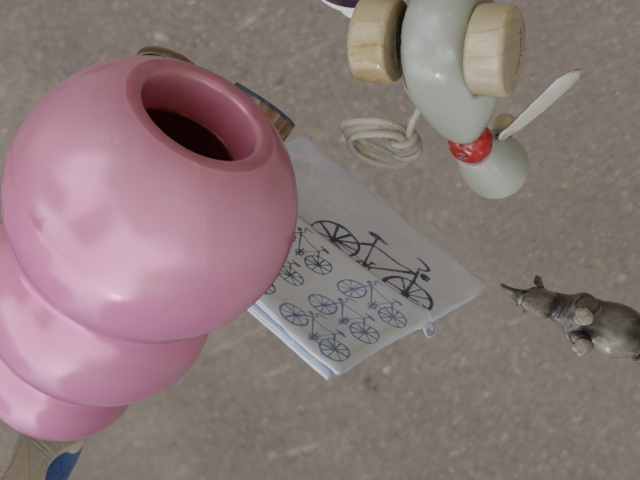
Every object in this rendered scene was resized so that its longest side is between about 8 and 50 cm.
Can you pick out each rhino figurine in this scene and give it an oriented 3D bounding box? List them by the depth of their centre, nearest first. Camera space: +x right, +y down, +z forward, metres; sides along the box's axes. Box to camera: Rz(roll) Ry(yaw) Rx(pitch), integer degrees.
[{"bbox_3d":[0.347,0.106,1.623,0.243,0.106,0.073,21,106,9],"label":"rhino figurine"}]

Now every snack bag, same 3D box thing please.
[{"bbox_3d":[0.000,0.000,1.376,0.323,0.343,0.037,40,123,22],"label":"snack bag"}]

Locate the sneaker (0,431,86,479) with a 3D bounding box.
[{"bbox_3d":[-0.252,0.217,1.102,0.058,0.152,0.084,16,120,1],"label":"sneaker"}]

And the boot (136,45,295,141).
[{"bbox_3d":[-0.135,-0.119,1.246,0.219,0.106,0.082,29,172,38],"label":"boot"}]

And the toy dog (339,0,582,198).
[{"bbox_3d":[0.144,-0.174,1.222,0.220,0.161,0.333,19,165,5],"label":"toy dog"}]

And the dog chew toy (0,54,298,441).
[{"bbox_3d":[-0.156,0.027,0.918,0.206,0.207,0.332,43,126,12],"label":"dog chew toy"}]

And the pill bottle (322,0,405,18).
[{"bbox_3d":[0.050,-0.454,1.812,0.181,0.181,0.323,33,169,22],"label":"pill bottle"}]
